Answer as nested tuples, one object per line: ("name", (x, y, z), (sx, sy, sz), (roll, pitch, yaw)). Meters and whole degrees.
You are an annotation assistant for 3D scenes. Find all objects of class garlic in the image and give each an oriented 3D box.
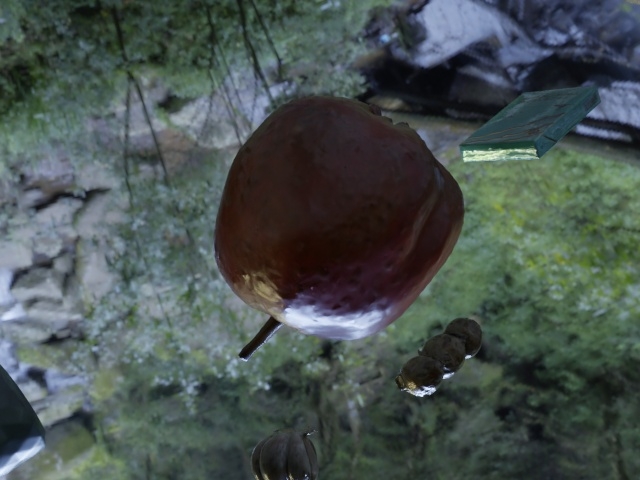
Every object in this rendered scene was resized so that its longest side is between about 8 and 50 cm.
("garlic", (-0.069, 0.468, 1.856), (0.131, 0.194, 0.127), (2, -179, 25))

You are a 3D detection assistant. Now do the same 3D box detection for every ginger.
("ginger", (0.228, 0.216, 1.736), (0.204, 0.080, 0.104), (-34, 180, -40))

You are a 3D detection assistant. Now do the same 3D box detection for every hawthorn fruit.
("hawthorn fruit", (0.000, 0.000, 1.072), (0.330, 0.287, 0.287), (-58, 148, 2))

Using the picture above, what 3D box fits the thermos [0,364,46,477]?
("thermos", (-0.505, 0.272, 1.165), (0.286, 0.182, 0.145), (-33, 122, -24))

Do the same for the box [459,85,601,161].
("box", (0.377, -0.209, 1.679), (0.162, 0.041, 0.229), (1, -149, 46))

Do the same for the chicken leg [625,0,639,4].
("chicken leg", (0.375, -0.273, 0.978), (0.107, 0.087, 0.251), (-6, 169, 34))
